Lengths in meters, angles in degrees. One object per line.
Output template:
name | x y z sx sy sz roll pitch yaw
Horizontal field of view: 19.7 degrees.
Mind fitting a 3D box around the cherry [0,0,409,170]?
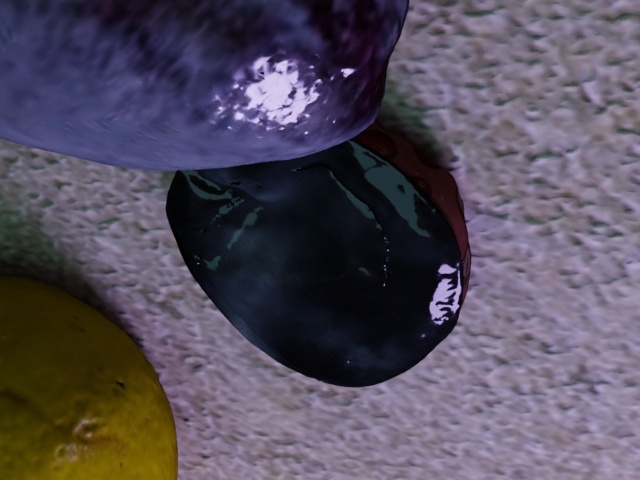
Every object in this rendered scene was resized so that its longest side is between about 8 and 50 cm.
cherry | -0.097 -0.145 0.915 0.296 0.218 0.255 24 151 -9

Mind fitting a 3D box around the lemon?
lemon | -0.229 0.159 1.235 0.240 0.219 0.240 17 133 20

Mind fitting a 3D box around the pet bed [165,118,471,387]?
pet bed | 0.000 0.000 1.103 0.201 0.053 0.201 14 132 16
